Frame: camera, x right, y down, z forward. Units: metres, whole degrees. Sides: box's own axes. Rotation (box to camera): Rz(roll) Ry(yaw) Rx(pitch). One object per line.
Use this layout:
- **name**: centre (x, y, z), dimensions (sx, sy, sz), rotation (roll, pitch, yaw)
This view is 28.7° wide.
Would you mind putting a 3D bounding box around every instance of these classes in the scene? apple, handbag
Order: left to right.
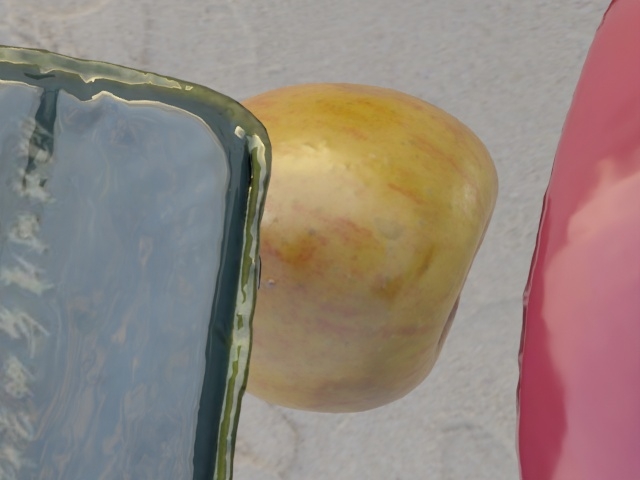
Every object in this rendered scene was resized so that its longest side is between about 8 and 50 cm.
- **handbag**: centre (-0.141, 0.072, 0.550), dimensions (0.222, 0.241, 0.263), rotation (10, 65, -7)
- **apple**: centre (0.000, 0.000, 1.091), dimensions (0.275, 0.299, 0.299), rotation (20, 110, 14)

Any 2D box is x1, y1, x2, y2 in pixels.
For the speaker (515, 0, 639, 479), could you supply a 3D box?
- **speaker**: centre (0.188, 0.030, 0.422), dimensions (0.294, 0.294, 0.294), rotation (6, 105, 24)
